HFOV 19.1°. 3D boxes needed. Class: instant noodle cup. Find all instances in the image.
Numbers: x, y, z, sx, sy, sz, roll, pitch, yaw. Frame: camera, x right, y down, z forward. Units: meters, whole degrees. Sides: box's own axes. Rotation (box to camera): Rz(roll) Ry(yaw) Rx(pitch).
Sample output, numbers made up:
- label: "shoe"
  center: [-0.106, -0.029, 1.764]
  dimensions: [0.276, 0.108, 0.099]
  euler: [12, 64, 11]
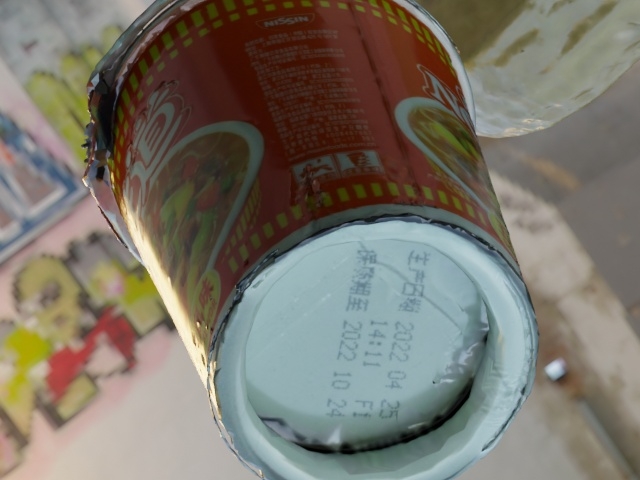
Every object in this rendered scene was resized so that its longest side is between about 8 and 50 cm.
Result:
- label: "instant noodle cup"
  center: [0.000, 0.000, 0.810]
  dimensions: [0.193, 0.193, 0.212]
  euler: [-34, -152, 7]

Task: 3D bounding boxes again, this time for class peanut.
- label: "peanut"
  center: [0.157, -0.181, 1.273]
  dimensions: [0.158, 0.174, 0.340]
  euler: [2, 139, -49]
